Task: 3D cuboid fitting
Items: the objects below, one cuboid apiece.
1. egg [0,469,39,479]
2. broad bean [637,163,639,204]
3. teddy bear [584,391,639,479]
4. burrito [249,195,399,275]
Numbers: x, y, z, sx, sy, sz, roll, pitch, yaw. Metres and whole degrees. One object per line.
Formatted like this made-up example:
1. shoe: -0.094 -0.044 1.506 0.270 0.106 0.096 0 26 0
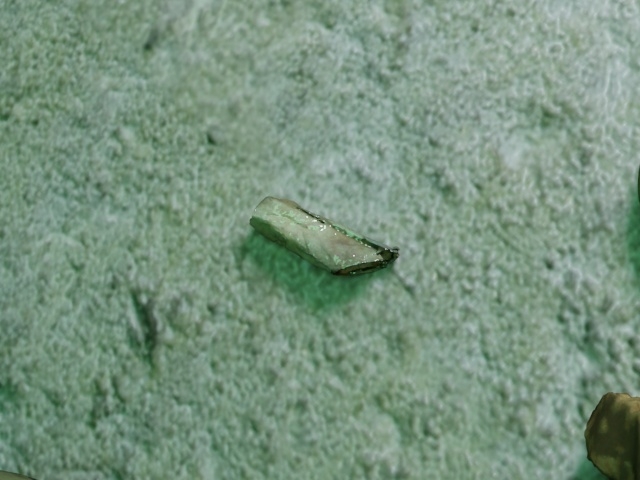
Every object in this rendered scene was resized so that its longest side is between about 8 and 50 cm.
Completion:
1. egg: -0.335 0.395 1.249 0.345 0.345 0.428 36 99 22
2. broad bean: 0.396 -0.027 1.254 0.263 0.121 0.189 30 92 37
3. teddy bear: 0.353 0.248 1.182 0.296 0.222 0.246 19 89 64
4. burrito: 0.000 0.000 1.400 0.149 0.041 0.055 26 72 21
